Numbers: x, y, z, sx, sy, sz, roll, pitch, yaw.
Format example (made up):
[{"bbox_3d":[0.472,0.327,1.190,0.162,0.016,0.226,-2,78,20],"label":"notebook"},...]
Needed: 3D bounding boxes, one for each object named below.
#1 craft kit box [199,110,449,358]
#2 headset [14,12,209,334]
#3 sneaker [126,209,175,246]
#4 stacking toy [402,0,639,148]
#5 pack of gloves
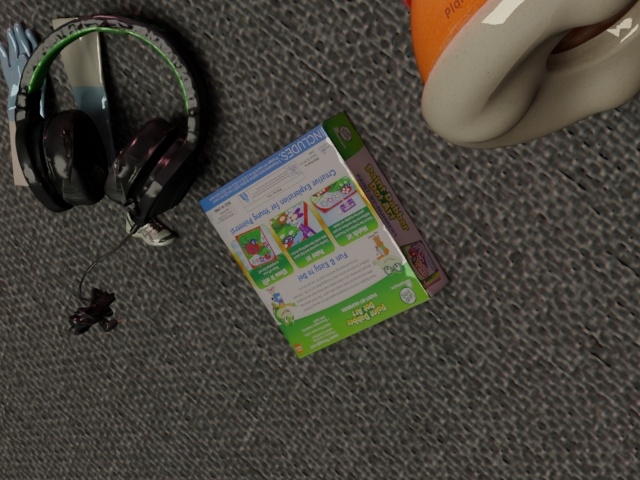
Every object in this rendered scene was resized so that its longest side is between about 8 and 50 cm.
[{"bbox_3d":[0.000,0.000,1.710,0.250,0.061,0.246,-28,94,43],"label":"craft kit box"},{"bbox_3d":[-0.276,-0.086,1.742,0.243,0.185,0.394,7,106,9],"label":"headset"},{"bbox_3d":[-0.235,-0.018,1.888,0.083,0.032,0.037,17,124,28],"label":"sneaker"},{"bbox_3d":[0.154,-0.359,1.282,0.350,0.350,0.480,-45,67,42],"label":"stacking toy"},{"bbox_3d":[-0.352,-0.189,1.886,0.195,0.046,0.232,4,106,34],"label":"pack of gloves"}]
